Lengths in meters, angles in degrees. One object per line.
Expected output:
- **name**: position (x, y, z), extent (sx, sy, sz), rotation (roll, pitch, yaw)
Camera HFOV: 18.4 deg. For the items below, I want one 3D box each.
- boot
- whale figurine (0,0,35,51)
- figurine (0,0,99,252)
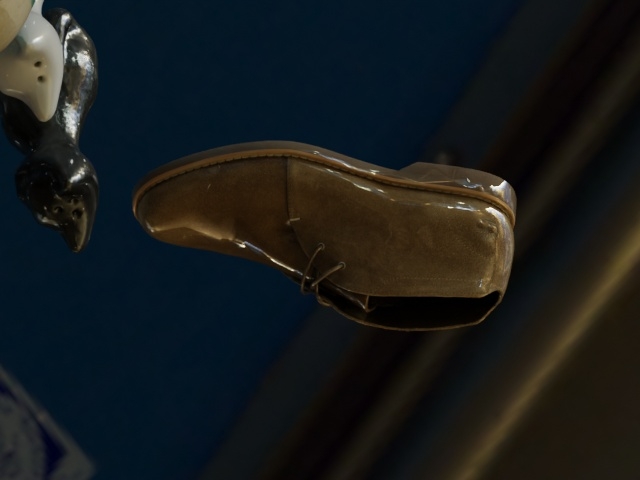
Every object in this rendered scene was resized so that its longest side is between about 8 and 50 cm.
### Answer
- **boot**: position (0.000, 0.000, 1.538), extent (0.305, 0.115, 0.112), rotation (4, -33, 1)
- **whale figurine**: position (-0.275, -0.200, 1.229), extent (0.216, 0.272, 0.141), rotation (36, -109, -32)
- **figurine**: position (-0.211, -0.128, 1.448), extent (0.092, 0.209, 0.215), rotation (-14, -44, -5)
